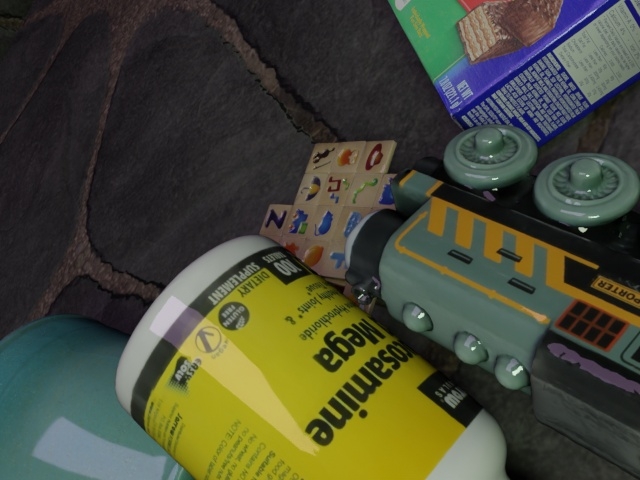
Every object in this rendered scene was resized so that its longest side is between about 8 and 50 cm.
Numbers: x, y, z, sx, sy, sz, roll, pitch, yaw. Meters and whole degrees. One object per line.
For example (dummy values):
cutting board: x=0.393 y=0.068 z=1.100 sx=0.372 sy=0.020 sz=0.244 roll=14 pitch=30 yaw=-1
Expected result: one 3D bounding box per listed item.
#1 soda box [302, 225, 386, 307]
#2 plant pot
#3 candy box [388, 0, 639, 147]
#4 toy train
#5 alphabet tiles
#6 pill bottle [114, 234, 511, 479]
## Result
soda box: x=0.065 y=0.036 z=0.773 sx=0.181 sy=0.061 sz=0.058 roll=15 pitch=77 yaw=46
plant pot: x=-0.192 y=0.227 z=0.773 sx=0.255 sy=0.271 sz=0.271 roll=6 pitch=71 yaw=29
candy box: x=0.239 y=-0.271 z=0.744 sx=0.317 sy=0.122 sz=0.268 roll=-36 pitch=47 yaw=21
toy train: x=0.171 y=0.030 z=0.569 sx=0.190 sy=0.142 sz=0.334 roll=-41 pitch=47 yaw=-24
alphabet tiles: x=0.000 y=0.000 z=0.801 sx=0.198 sy=0.009 sz=0.237 roll=5 pitch=70 yaw=45
pill bottle: x=0.018 y=0.160 z=0.583 sx=0.334 sy=0.188 sz=0.188 roll=38 pitch=95 yaw=17
